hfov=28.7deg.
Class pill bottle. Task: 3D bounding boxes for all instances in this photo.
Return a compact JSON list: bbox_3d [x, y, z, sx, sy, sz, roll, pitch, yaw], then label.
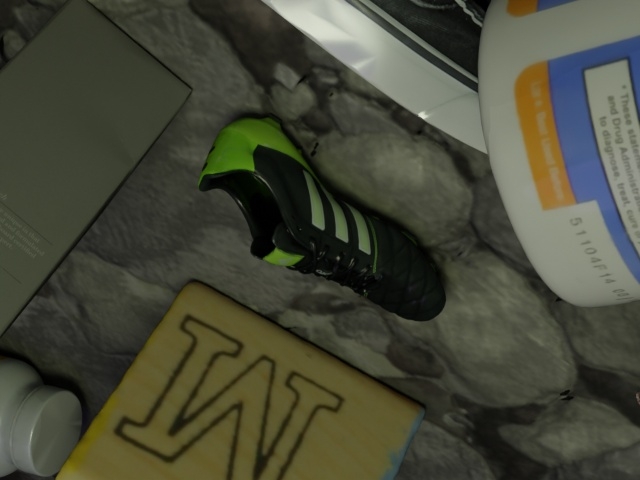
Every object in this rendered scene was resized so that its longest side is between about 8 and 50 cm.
[{"bbox_3d":[0.213,-0.068,0.488,0.272,0.152,0.152,-12,124,30],"label":"pill bottle"},{"bbox_3d":[-0.302,0.145,1.076,0.184,0.103,0.103,11,136,22],"label":"pill bottle"}]

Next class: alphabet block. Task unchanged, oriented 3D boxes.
[{"bbox_3d":[-0.070,0.184,0.903,0.197,0.193,0.192,29,139,2],"label":"alphabet block"}]

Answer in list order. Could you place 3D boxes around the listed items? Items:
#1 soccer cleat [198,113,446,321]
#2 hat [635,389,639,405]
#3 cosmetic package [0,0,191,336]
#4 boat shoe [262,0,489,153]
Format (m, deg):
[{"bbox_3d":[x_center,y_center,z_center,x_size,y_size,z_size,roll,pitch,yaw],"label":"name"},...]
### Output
[{"bbox_3d":[0.000,0.000,0.762,0.179,0.072,0.060,41,139,-11],"label":"soccer cleat"},{"bbox_3d":[0.276,0.068,0.570,0.208,0.183,0.173,3,135,27],"label":"hat"},{"bbox_3d":[-0.188,-0.023,0.731,0.107,0.238,0.127,38,137,-13],"label":"cosmetic package"},{"bbox_3d":[0.027,-0.144,0.580,0.301,0.108,0.102,34,109,-19],"label":"boat shoe"}]
